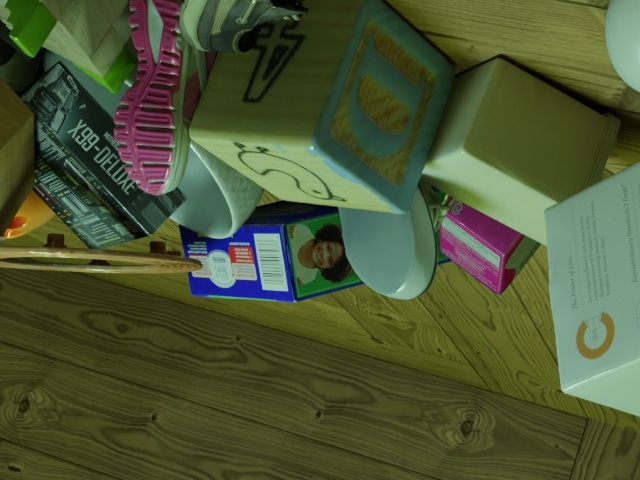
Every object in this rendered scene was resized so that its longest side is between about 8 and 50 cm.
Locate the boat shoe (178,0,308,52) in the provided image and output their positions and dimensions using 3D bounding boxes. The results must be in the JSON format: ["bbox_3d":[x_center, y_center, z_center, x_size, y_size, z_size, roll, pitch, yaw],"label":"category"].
[{"bbox_3d":[-0.064,-0.264,1.481,0.130,0.132,0.355,19,168,2],"label":"boat shoe"}]

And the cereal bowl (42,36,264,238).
[{"bbox_3d":[-0.194,-0.168,1.932,0.339,0.141,0.339,37,161,15],"label":"cereal bowl"}]

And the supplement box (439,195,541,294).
[{"bbox_3d":[0.237,-0.022,2.012,0.114,0.111,0.220,37,170,12],"label":"supplement box"}]

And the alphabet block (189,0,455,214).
[{"bbox_3d":[0.004,-0.158,1.680,0.197,0.193,0.192,8,161,43],"label":"alphabet block"}]

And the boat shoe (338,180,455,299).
[{"bbox_3d":[0.101,-0.048,1.844,0.156,0.136,0.367,15,-152,-29],"label":"boat shoe"}]

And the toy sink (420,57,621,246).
[{"bbox_3d":[0.248,-0.096,1.711,0.234,0.131,0.153,27,166,-15],"label":"toy sink"}]

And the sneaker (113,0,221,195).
[{"bbox_3d":[-0.160,-0.175,1.709,0.103,0.252,0.111,20,-165,38],"label":"sneaker"}]

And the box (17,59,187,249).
[{"bbox_3d":[-0.330,-0.104,2.004,0.242,0.076,0.307,47,160,-12],"label":"box"}]

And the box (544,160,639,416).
[{"bbox_3d":[0.411,0.020,1.473,0.168,0.215,0.345,21,146,-35],"label":"box"}]

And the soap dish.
[{"bbox_3d":[-0.466,-0.149,1.892,0.229,0.118,0.291,47,160,8],"label":"soap dish"}]

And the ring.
[{"bbox_3d":[-0.329,0.019,2.017,0.337,0.032,0.336,1,175,0],"label":"ring"}]

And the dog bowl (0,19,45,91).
[{"bbox_3d":[-0.521,-0.322,1.980,0.349,0.102,0.349,19,167,5],"label":"dog bowl"}]

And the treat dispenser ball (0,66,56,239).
[{"bbox_3d":[-0.504,-0.143,2.268,0.288,0.288,0.288,19,167,4],"label":"treat dispenser ball"}]

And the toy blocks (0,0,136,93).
[{"bbox_3d":[-0.363,-0.329,1.629,0.261,0.190,0.381,28,170,20],"label":"toy blocks"}]

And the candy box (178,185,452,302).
[{"bbox_3d":[0.000,0.000,2.170,0.317,0.122,0.268,-15,-170,-36],"label":"candy box"}]

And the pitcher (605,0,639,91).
[{"bbox_3d":[0.295,-0.216,1.219,0.178,0.125,0.207,40,157,5],"label":"pitcher"}]
